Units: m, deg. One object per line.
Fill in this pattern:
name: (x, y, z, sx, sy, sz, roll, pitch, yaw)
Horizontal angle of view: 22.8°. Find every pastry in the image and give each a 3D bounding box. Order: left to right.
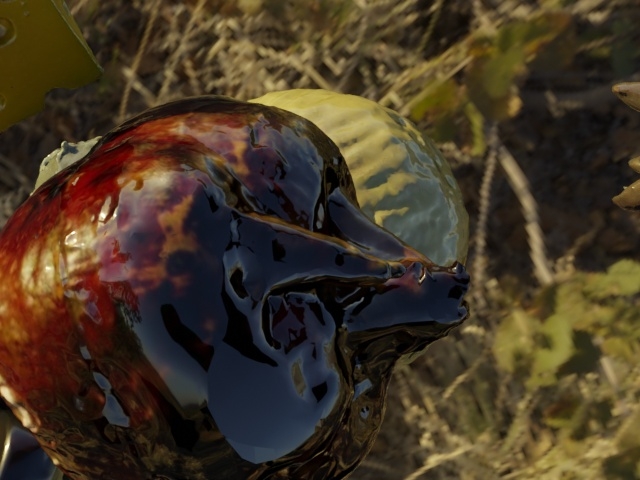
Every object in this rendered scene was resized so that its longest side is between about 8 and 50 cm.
pastry: (0.000, 0.000, 1.925, 0.312, 0.388, 0.389, -8, 74, -55)

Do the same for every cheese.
cheese: (-0.213, -0.149, 0.968, 0.093, 0.126, 0.171, -30, 114, 1)

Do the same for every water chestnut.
water chestnut: (-0.063, 0.049, 0.971, 0.289, 0.244, 0.289, -17, 119, -33)

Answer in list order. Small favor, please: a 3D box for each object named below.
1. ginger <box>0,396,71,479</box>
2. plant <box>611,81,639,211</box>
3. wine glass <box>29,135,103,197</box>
ginger: (-0.284, 0.316, 1.518, 0.211, 0.413, 0.358, 18, 23, -24)
plant: (0.400, -0.093, 1.289, 0.194, 0.320, 0.182, 27, 74, -61)
wine glass: (-0.245, -0.012, 1.781, 0.156, 0.232, 0.156, -4, 111, -12)
